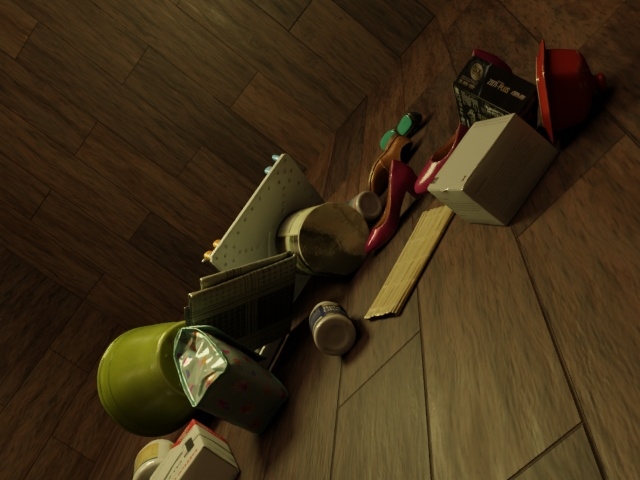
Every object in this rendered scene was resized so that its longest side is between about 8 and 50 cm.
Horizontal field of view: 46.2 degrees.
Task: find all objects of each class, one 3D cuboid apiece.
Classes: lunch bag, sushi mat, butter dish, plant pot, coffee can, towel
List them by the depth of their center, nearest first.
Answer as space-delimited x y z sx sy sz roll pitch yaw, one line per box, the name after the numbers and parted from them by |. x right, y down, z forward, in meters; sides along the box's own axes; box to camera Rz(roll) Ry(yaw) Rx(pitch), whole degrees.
0.465 -0.284 1.388 0.118 0.160 0.159 -7 34 20 | butter dish
0.203 0.042 1.670 0.316 0.019 0.151 -58 12 -23 | sushi mat
-0.233 0.325 1.845 0.160 0.223 0.262 -52 35 2 | lunch bag
-0.213 0.191 2.010 0.324 0.056 0.312 -21 -43 -28 | towel
0.000 0.000 2.107 0.201 0.202 0.275 -55 12 -10 | coffee can
-0.462 0.407 2.351 0.353 0.366 0.366 -31 24 50 | plant pot

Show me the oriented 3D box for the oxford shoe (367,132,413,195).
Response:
0.212 -0.224 2.289 0.076 0.076 0.212 29 93 38 | oxford shoe

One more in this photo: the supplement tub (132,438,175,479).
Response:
-0.447 0.646 2.091 0.144 0.144 0.200 -53 12 -2 | supplement tub

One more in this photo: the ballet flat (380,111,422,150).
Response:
0.270 -0.358 2.461 0.074 0.074 0.203 -61 8 -33 | ballet flat

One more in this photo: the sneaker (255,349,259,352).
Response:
-0.233 0.321 2.134 0.152 0.085 0.058 -60 16 -25 | sneaker

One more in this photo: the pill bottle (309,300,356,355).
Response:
0.023 0.195 1.726 0.094 0.094 0.169 -52 12 4 | pill bottle

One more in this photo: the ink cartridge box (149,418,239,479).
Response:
-0.317 0.581 1.859 0.197 0.114 0.273 -54 13 -9 | ink cartridge box

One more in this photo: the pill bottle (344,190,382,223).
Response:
0.108 -0.082 2.211 0.087 0.087 0.160 -59 14 -28 | pill bottle

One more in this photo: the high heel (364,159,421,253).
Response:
0.164 -0.087 1.942 0.244 0.117 0.082 -51 12 6 | high heel

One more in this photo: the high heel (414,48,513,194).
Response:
0.310 -0.272 1.767 0.377 0.181 0.127 -46 14 28 | high heel

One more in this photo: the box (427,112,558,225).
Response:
0.329 -0.134 1.457 0.182 0.119 0.181 -54 13 -5 | box

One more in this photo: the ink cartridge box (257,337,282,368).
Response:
-0.196 0.350 2.226 0.223 0.045 0.224 -36 20 53 | ink cartridge box

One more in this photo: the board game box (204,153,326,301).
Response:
-0.131 -0.002 2.260 0.050 0.390 0.389 18 68 40 | board game box

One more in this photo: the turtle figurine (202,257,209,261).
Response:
-0.200 0.087 2.574 0.266 0.274 0.198 -48 25 -18 | turtle figurine

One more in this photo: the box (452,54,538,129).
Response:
0.354 -0.272 1.512 0.077 0.147 0.180 -54 -23 -5 | box
